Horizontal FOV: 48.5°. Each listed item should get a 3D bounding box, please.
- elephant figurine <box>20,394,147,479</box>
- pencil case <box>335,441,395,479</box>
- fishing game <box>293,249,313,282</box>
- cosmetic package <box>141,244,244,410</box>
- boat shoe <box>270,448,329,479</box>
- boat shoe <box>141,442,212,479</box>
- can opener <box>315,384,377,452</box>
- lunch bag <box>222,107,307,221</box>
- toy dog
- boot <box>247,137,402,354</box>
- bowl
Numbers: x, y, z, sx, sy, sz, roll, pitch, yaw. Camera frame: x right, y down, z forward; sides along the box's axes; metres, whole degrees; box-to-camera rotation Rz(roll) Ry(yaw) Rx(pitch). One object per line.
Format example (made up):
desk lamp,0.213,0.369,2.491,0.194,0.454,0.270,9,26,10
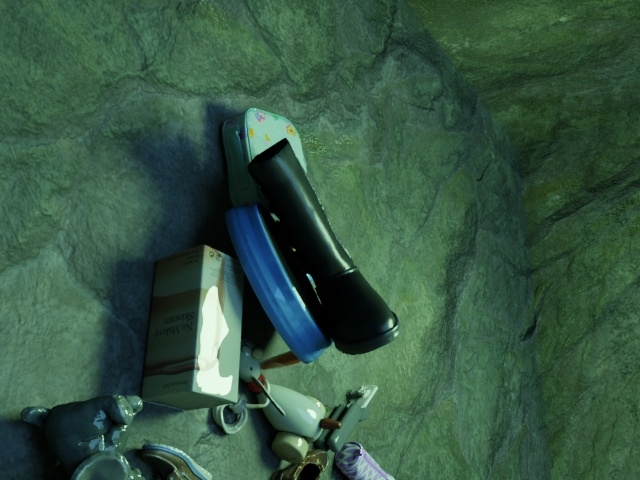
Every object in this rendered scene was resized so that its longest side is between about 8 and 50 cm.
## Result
elephant figurine,-0.354,0.381,1.156,0.169,0.186,0.239,65,15,-72
pencil case,0.122,0.608,1.864,0.206,0.088,0.086,49,41,-33
fishing game,-0.054,0.037,1.891,0.189,0.041,0.264,-14,89,-55
cosmetic package,-0.251,0.177,1.422,0.129,0.153,0.296,30,51,-48
boat shoe,-0.030,0.546,1.673,0.207,0.073,0.073,-13,86,-59
boat shoe,-0.274,0.444,1.347,0.183,0.066,0.066,47,42,-36
can opener,0.080,0.470,1.872,0.280,0.074,0.093,-38,109,-56
lunch bag,-0.142,-0.189,1.788,0.224,0.108,0.279,5,70,-50
toy dog,-0.072,0.359,1.606,0.334,0.161,0.220,42,44,-41
boot,-0.001,0.000,1.549,0.445,0.146,0.367,67,-10,-14
bowl,-0.086,0.086,1.610,0.391,0.077,0.391,61,3,-6
